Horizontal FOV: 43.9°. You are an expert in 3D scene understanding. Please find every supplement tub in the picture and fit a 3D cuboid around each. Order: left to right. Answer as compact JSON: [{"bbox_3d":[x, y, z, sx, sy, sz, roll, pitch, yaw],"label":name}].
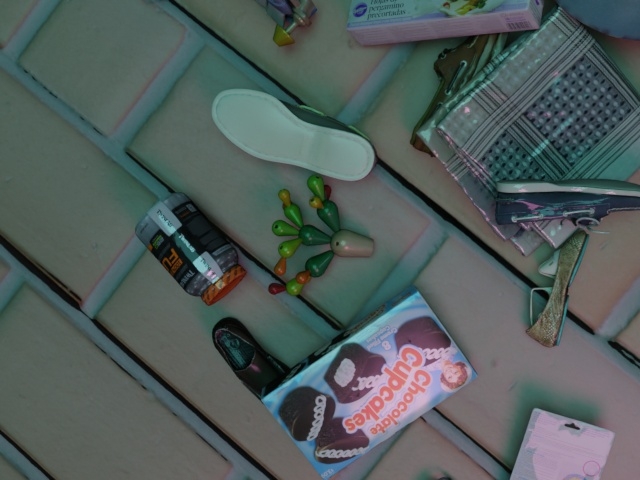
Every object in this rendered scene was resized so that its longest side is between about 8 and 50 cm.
[{"bbox_3d":[-0.227,0.017,1.411,0.117,0.117,0.190,-44,83,6],"label":"supplement tub"}]

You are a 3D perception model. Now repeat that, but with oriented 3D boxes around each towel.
[{"bbox_3d":[0.367,-0.167,1.300,0.324,0.056,0.312,-43,107,7],"label":"towel"}]

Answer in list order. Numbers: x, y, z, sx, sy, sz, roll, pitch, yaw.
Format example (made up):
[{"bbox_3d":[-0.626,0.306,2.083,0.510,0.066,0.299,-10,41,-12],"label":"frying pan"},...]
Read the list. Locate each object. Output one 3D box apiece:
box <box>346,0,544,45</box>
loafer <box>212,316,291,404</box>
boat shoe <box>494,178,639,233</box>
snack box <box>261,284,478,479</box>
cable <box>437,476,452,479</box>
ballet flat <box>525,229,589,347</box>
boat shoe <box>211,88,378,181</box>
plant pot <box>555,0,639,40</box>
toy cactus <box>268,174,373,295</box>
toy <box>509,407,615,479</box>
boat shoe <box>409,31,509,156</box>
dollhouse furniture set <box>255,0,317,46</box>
[{"bbox_3d":[0.199,-0.374,1.306,0.324,0.067,0.063,3,74,34],"label":"box"},{"bbox_3d":[-0.119,0.231,1.410,0.220,0.078,0.080,42,96,7],"label":"loafer"},{"bbox_3d":[0.404,-0.056,1.263,0.255,0.095,0.079,0,102,-5],"label":"boat shoe"},{"bbox_3d":[0.083,0.243,1.358,0.322,0.060,0.187,-36,100,3],"label":"snack box"},{"bbox_3d":[0.211,0.512,1.372,0.151,0.047,0.184,-36,85,7],"label":"cable"},{"bbox_3d":[0.393,0.076,1.338,0.067,0.073,0.206,16,90,17],"label":"ballet flat"},{"bbox_3d":[-0.044,-0.185,1.398,0.305,0.091,0.109,22,105,9],"label":"boat shoe"},{"bbox_3d":[0.498,-0.478,1.202,0.291,0.195,0.290,3,64,-6],"label":"plant pot"},{"bbox_3d":[0.000,0.000,1.397,0.181,0.112,0.218,11,89,-10],"label":"toy cactus"},{"bbox_3d":[0.388,0.404,1.341,0.137,0.056,0.237,16,97,5],"label":"toy"},{"bbox_3d":[0.241,-0.287,1.343,0.105,0.111,0.307,20,92,8],"label":"boat shoe"},{"bbox_3d":[-0.192,-0.453,1.325,0.198,0.286,0.303,-43,72,6],"label":"dollhouse furniture set"}]
